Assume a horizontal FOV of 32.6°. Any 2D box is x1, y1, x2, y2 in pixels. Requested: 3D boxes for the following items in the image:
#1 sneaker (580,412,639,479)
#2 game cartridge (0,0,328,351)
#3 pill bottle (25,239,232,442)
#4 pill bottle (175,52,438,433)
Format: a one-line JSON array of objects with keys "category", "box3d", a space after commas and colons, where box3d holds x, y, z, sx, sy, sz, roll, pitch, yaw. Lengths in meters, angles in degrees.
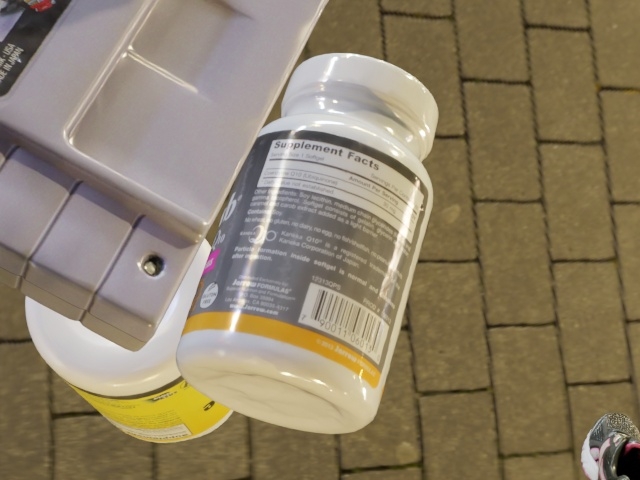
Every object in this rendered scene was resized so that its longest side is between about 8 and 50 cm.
[{"category": "sneaker", "box3d": [0.304, 0.220, 1.078, 0.072, 0.077, 0.178, 17, 28, 1]}, {"category": "game cartridge", "box3d": [-0.125, -0.138, 0.643, 0.230, 0.068, 0.355, 31, 58, -12]}, {"category": "pill bottle", "box3d": [-0.173, 0.107, 1.159, 0.188, 0.334, 0.188, -1, 68, 4]}, {"category": "pill bottle", "box3d": [0.000, 0.000, 0.879, 0.162, 0.162, 0.278, 24, 64, -16]}]
